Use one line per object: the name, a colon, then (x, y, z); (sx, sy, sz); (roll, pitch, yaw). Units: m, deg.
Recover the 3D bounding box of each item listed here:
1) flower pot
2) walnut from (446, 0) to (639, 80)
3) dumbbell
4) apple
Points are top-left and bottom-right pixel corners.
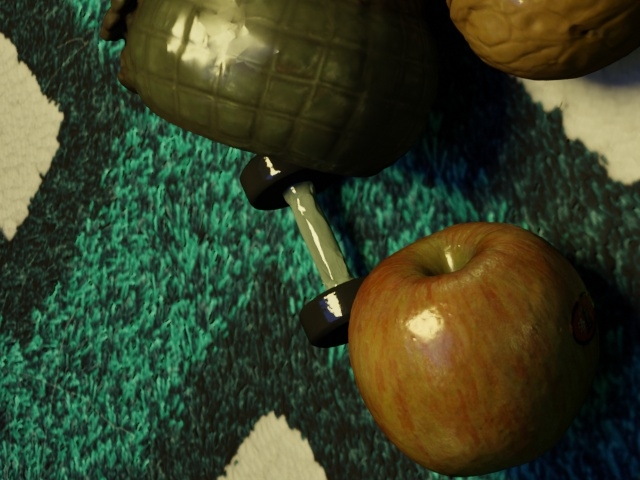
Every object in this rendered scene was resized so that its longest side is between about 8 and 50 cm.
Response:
flower pot: (-0.036, -0.192, 1.317); (0.301, 0.301, 0.213); (27, 103, 39)
walnut: (0.192, -0.213, 1.190); (0.207, 0.167, 0.167); (-20, 80, 41)
dumbbell: (0.000, 0.000, 1.437); (0.100, 0.100, 0.191); (-39, 67, 39)
apple: (0.129, 0.090, 1.254); (0.211, 0.211, 0.188); (-5, 117, 44)
